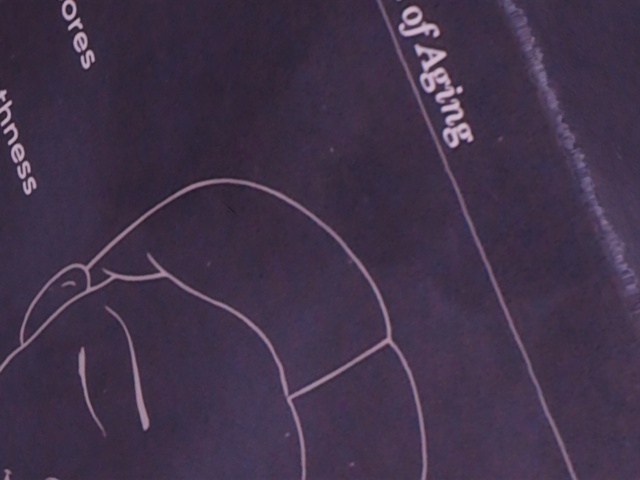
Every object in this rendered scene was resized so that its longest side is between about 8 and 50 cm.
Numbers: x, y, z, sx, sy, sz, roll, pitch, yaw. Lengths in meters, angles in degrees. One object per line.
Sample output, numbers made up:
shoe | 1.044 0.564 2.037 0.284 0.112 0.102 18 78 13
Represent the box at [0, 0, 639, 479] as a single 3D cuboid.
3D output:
box | 0.000 0.000 0.870 0.472 0.297 0.480 -32 73 40
